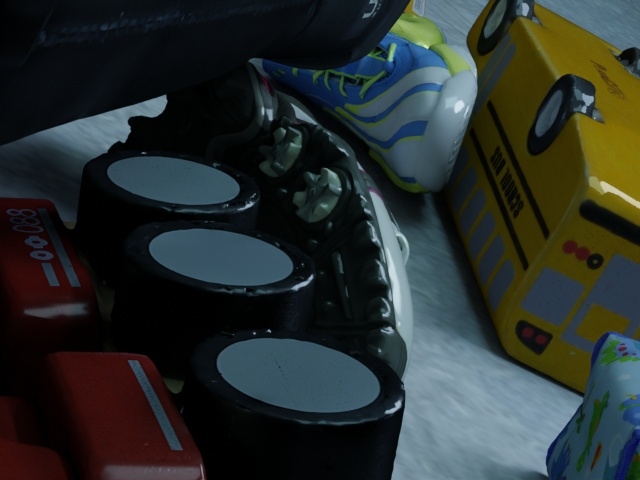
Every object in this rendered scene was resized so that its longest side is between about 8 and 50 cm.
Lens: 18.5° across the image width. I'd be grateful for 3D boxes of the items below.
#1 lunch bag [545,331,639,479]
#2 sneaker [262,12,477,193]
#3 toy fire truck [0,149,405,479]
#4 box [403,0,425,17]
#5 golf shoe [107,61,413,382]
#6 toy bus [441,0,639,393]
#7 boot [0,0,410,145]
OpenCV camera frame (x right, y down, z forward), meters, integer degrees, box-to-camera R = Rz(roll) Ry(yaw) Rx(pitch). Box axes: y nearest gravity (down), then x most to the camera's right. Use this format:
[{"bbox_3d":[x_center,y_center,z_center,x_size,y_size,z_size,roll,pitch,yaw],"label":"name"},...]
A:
[{"bbox_3d":[0.179,0.118,0.840,0.151,0.096,0.129,19,18,-4],"label":"lunch bag"},{"bbox_3d":[0.020,-0.096,1.203,0.126,0.091,0.240,15,13,-8],"label":"sneaker"},{"bbox_3d":[-0.121,0.038,0.538,0.246,0.158,0.217,2,22,-19],"label":"toy fire truck"},{"bbox_3d":[-0.004,-0.169,1.328,0.136,0.028,0.081,8,-3,20],"label":"box"},{"bbox_3d":[0.000,0.000,0.866,0.120,0.105,0.273,29,17,-30],"label":"golf shoe"},{"bbox_3d":[0.146,-0.040,1.155,0.108,0.130,0.333,25,19,-15],"label":"toy bus"},{"bbox_3d":[-0.174,-0.149,0.714,0.367,0.146,0.445,18,15,14],"label":"boot"}]
